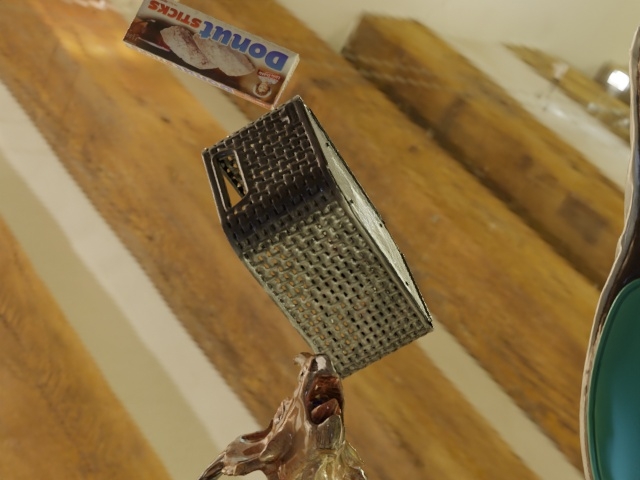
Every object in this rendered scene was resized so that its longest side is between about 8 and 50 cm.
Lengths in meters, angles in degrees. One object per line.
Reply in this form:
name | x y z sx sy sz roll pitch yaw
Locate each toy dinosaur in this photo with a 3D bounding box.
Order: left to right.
toy dinosaur | -0.066 0.203 0.731 0.127 0.296 0.200 32 -141 -46

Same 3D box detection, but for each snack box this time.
snack box | -0.115 -0.200 1.282 0.178 0.064 0.022 24 169 9

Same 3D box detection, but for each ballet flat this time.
ballet flat | 0.279 0.017 0.900 0.139 0.400 0.139 5 180 0

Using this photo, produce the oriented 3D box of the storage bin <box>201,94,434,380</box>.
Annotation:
storage bin | 0.000 0.000 0.886 0.180 0.084 0.122 55 -171 -40
